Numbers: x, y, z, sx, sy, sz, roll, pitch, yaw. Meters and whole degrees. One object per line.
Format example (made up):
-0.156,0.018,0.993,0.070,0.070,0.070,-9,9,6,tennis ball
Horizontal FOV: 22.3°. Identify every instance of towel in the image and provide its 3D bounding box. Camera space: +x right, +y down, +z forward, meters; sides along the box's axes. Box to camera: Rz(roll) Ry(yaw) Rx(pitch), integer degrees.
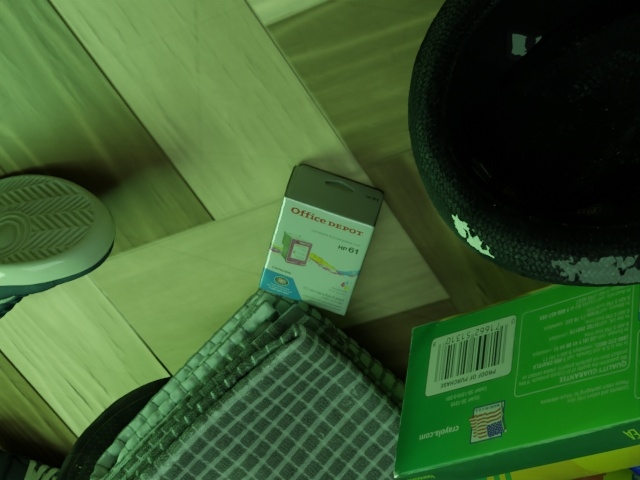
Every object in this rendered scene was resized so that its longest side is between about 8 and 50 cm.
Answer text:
-0.047,0.214,1.576,0.283,0.121,0.235,-45,111,3,towel

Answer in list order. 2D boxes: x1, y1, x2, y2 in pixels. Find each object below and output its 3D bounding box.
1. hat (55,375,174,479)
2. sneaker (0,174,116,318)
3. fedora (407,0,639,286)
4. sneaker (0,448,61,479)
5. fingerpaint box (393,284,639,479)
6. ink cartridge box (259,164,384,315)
-0.132,0.277,1.709,0.331,0.134,0.331,-4,101,-18,hat
-0.329,0.037,1.596,0.350,0.131,0.148,-6,135,29,sneaker
0.241,-0.098,1.252,0.334,0.334,0.152,1,165,16,fedora
-0.283,0.290,1.808,0.282,0.099,0.153,39,135,-26,sneaker
0.351,0.169,1.375,0.445,0.163,0.371,-20,138,39,fingerpaint box
0.000,0.000,1.503,0.089,0.052,0.122,18,132,1,ink cartridge box
